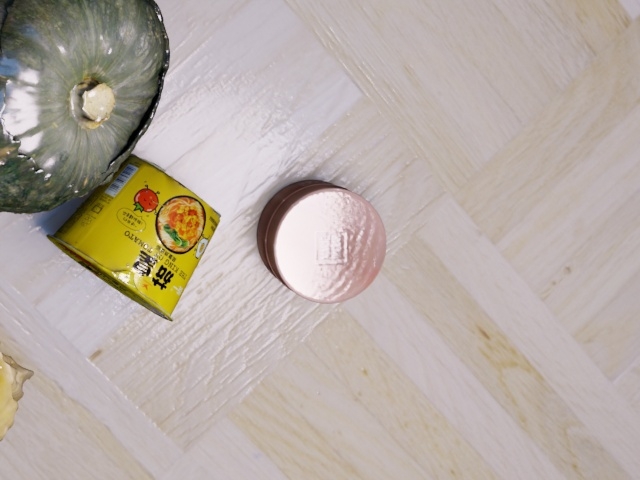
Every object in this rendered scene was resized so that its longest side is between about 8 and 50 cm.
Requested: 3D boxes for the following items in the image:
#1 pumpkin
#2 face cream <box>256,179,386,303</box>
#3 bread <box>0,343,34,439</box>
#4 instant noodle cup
[{"bbox_3d":[-0.322,-0.182,1.291,0.291,0.257,0.327,30,80,-54],"label":"pumpkin"},{"bbox_3d":[0.000,0.000,1.509,0.149,0.104,0.149,-2,99,-15],"label":"face cream"},{"bbox_3d":[-0.537,0.132,1.348,0.389,0.183,0.236,41,61,-14],"label":"bread"},{"bbox_3d":[-0.215,-0.010,1.420,0.182,0.182,0.144,38,79,-18],"label":"instant noodle cup"}]
